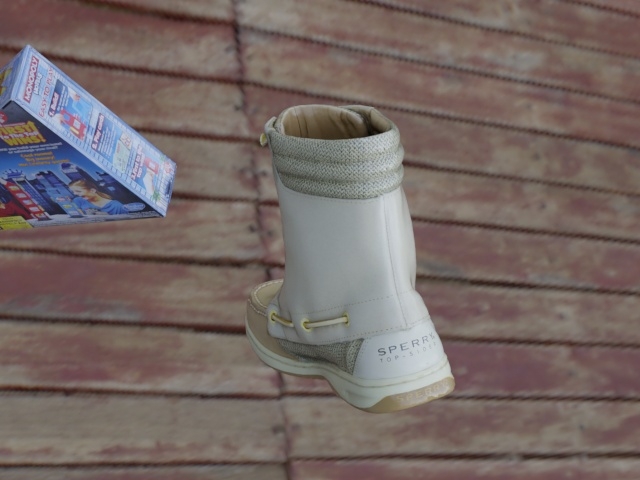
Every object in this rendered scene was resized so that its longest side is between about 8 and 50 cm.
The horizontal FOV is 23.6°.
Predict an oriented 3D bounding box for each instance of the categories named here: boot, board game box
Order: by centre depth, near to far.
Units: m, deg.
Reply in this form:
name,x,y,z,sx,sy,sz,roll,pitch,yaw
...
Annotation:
name,x,y,z,sx,sy,sz,roll,pitch,yaw
boot,0.000,0.000,1.108,0.095,0.262,0.203,-17,105,-18
board game box,-0.255,-0.086,1.330,0.194,0.194,0.060,56,36,-52
